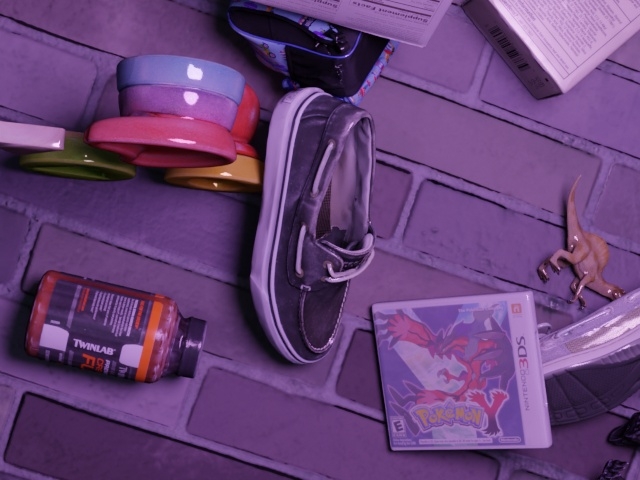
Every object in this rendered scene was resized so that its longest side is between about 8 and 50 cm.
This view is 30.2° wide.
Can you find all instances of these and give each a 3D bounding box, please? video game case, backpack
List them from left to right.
[{"bbox_3d":[-0.012,-0.248,1.365,0.173,0.117,0.158,16,58,21],"label":"backpack"},{"bbox_3d":[0.165,0.157,1.402,0.201,0.023,0.183,-6,93,29],"label":"video game case"}]

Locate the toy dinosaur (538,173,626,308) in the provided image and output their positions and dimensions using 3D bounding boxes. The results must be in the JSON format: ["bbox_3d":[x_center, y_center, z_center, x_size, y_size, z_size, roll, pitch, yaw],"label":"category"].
[{"bbox_3d":[0.315,0.017,1.460,0.093,0.053,0.183,-31,103,-19],"label":"toy dinosaur"}]

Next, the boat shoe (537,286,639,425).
[{"bbox_3d":[0.344,0.125,1.427,0.320,0.103,0.118,-28,133,10],"label":"boat shoe"}]

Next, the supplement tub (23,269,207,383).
[{"bbox_3d":[-0.234,0.104,1.368,0.198,0.106,0.106,14,91,-6],"label":"supplement tub"}]

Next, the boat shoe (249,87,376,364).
[{"bbox_3d":[0.000,0.000,1.332,0.121,0.119,0.335,-23,123,-40],"label":"boat shoe"}]

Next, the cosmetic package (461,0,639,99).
[{"bbox_3d":[0.341,-0.326,1.411,0.309,0.113,0.160,-40,96,-4],"label":"cosmetic package"}]

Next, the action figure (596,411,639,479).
[{"bbox_3d":[0.467,0.337,1.437,0.276,0.141,0.164,37,77,-5],"label":"action figure"}]

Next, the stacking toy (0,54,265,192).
[{"bbox_3d":[-0.200,-0.142,1.285,0.280,0.309,0.130,4,84,4],"label":"stacking toy"}]

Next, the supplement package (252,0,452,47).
[{"bbox_3d":[0.055,-0.370,1.250,0.204,0.145,0.261,14,70,-7],"label":"supplement package"}]
